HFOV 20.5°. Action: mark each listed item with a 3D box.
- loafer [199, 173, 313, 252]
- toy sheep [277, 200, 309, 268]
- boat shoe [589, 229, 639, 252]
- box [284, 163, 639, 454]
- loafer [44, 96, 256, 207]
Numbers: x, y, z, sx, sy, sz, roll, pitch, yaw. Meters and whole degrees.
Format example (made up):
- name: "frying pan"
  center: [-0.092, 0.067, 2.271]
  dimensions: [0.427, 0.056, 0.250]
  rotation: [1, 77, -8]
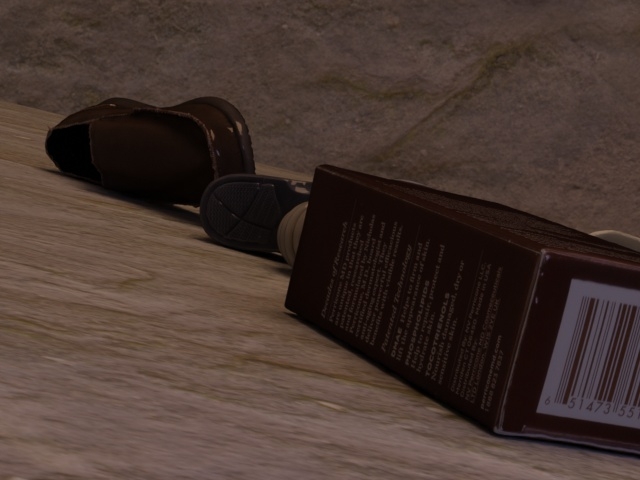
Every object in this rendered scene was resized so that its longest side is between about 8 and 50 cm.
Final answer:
- name: "loafer"
  center: [0.025, -0.013, 1.893]
  dimensions: [0.302, 0.109, 0.095]
  rotation: [12, 1, 12]
- name: "toy sheep"
  center: [0.000, 0.000, 1.795]
  dimensions: [0.091, 0.091, 0.132]
  rotation: [11, -8, -30]
- name: "boat shoe"
  center: [0.341, 0.095, 1.573]
  dimensions: [0.306, 0.113, 0.105]
  rotation: [22, -19, -4]
- name: "box"
  center: [0.136, 0.047, 1.377]
  dimensions: [0.191, 0.143, 0.381]
  rotation: [11, 8, -25]
- name: "loafer"
  center: [-0.211, -0.096, 2.131]
  dimensions: [0.130, 0.134, 0.366]
  rotation: [-19, 15, -35]
